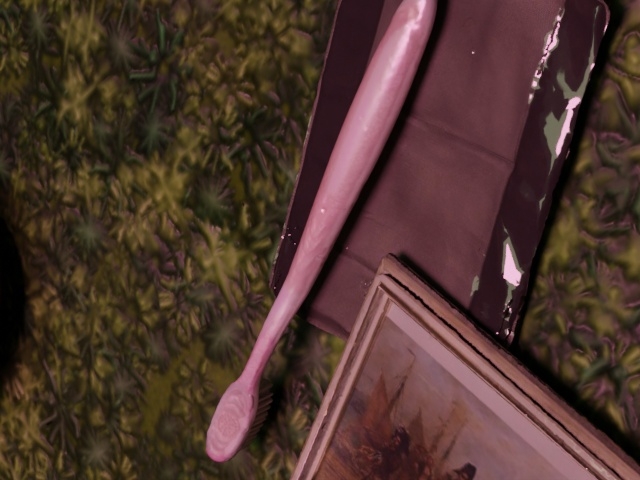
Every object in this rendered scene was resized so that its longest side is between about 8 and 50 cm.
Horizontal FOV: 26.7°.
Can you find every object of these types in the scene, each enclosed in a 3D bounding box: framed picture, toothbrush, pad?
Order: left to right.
[{"bbox_3d":[0.000,0.000,0.732,0.025,0.029,0.307,36,118,23],"label":"toothbrush"},{"bbox_3d":[0.054,-0.042,0.702,0.174,0.022,0.233,28,114,39],"label":"pad"},{"bbox_3d":[0.083,0.165,0.681,0.274,0.017,0.217,40,123,34],"label":"framed picture"}]

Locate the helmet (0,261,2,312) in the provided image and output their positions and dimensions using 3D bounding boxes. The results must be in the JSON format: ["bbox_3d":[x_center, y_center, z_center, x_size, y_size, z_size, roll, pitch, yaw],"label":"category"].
[{"bbox_3d":[-0.341,0.057,0.980,0.305,0.177,0.225,-44,58,44],"label":"helmet"}]
